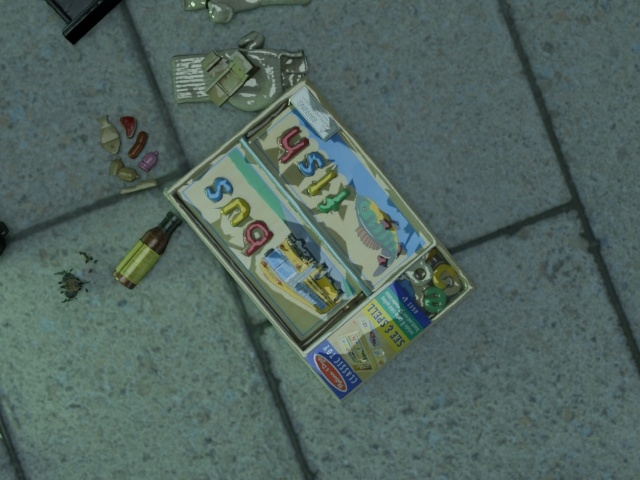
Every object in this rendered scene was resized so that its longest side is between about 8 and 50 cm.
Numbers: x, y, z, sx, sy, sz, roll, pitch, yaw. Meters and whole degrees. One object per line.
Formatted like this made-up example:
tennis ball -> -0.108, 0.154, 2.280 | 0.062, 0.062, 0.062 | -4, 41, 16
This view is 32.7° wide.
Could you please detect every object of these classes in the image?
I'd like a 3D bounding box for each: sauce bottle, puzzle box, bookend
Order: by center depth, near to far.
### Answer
bookend -> -0.362, -0.400, 1.589 | 0.156, 0.072, 0.157 | -42, 91, -1
puzzle box -> 0.000, 0.000, 1.602 | 0.272, 0.052, 0.409 | -40, 97, -1
sauce bottle -> -0.253, 0.013, 1.613 | 0.042, 0.042, 0.128 | 42, 90, -2

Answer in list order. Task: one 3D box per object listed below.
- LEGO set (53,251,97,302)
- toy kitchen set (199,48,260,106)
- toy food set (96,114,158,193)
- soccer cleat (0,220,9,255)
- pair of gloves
LEGO set -> -0.364, 0.058, 1.622 | 0.083, 0.023, 0.054 | -43, 94, -14
toy kitchen set -> -0.143, -0.244, 1.565 | 0.083, 0.075, 0.068 | -43, 92, 8
toy food set -> -0.282, -0.132, 1.623 | 0.077, 0.019, 0.122 | -14, 83, -2
soccer cleat -> -0.582, -0.061, 1.575 | 0.121, 0.093, 0.289 | -43, 91, 5
pair of gloves -> -0.116, -0.313, 1.616 | 0.204, 0.042, 0.240 | 4, 91, -3
